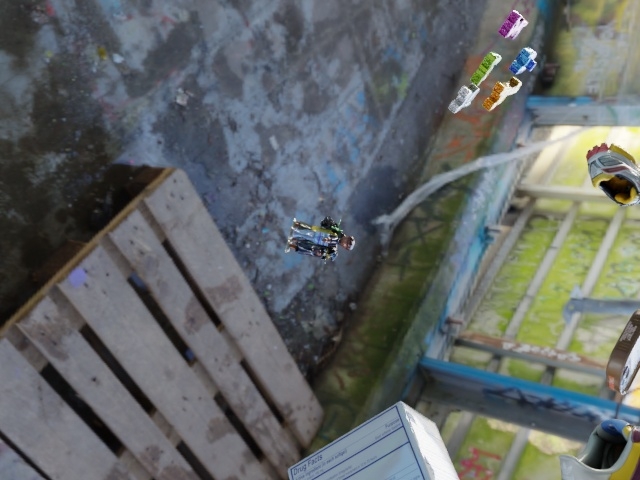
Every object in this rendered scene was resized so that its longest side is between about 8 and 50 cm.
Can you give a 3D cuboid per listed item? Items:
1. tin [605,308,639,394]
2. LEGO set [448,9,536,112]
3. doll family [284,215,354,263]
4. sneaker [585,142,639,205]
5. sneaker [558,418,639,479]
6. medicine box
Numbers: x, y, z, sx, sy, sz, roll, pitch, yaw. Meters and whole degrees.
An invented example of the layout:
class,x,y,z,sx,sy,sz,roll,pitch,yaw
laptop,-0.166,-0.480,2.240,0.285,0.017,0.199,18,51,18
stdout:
class,x,y,z,sx,sy,sz,roll,pitch,yaw
tin,0.607,0.216,1.390,0.189,0.040,0.106,-46,131,-31
LEGO set,0.359,-0.329,1.386,0.093,0.087,0.227,-26,156,-46
doll family,0.000,0.000,1.255,0.193,0.111,0.076,-80,-175,-75
sneaker,0.598,-0.094,1.353,0.225,0.088,0.092,24,56,-12
sneaker,0.288,0.187,0.621,0.186,0.069,0.083,-19,87,-29
medicine box,0.114,0.481,1.245,0.149,0.263,0.289,40,22,-43
